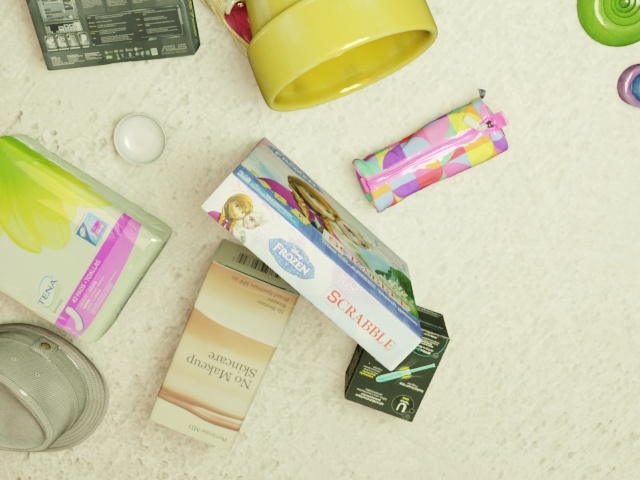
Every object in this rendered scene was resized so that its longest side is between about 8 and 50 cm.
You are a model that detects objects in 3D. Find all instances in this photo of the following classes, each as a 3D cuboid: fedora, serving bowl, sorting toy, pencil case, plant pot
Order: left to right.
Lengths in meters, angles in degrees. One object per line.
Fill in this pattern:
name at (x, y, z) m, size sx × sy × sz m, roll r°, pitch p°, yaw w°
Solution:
fedora at (-0.512, 0.271, 1.264) m, size 0.275 × 0.124 × 0.244 m, roll 43°, pitch 104°, yaw -9°
serving bowl at (-0.281, -0.161, 1.178) m, size 0.083 × 0.027 × 0.083 m, roll 1°, pitch 106°, yaw 3°
plant pot at (0.001, -0.335, 1.014) m, size 0.254 × 0.254 × 0.238 m, roll -22°, pitch 88°, yaw 9°
pencil case at (0.167, -0.131, 1.127) m, size 0.236 × 0.104 × 0.104 m, roll -28°, pitch 103°, yaw 11°
sorting toy at (0.431, -0.357, 1.034) m, size 0.127 × 0.126 × 0.365 m, roll -17°, pitch 104°, yaw 7°

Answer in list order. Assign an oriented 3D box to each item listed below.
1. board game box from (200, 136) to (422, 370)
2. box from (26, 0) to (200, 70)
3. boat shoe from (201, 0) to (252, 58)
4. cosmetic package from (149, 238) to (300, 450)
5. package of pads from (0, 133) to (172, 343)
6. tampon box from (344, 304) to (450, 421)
board game box at (0.000, 0.000, 1.059) m, size 0.319 × 0.318 × 0.066 m, roll 41°, pitch 103°, yaw -9°
box at (-0.308, -0.354, 1.088) m, size 0.233 × 0.059 × 0.183 m, roll -6°, pitch 121°, yaw 4°
boat shoe at (-0.128, -0.345, 1.094) m, size 0.063 × 0.059 × 0.170 m, roll -40°, pitch 105°, yaw -9°
cosmetic package at (-0.152, 0.168, 1.213) m, size 0.153 × 0.129 × 0.296 m, roll 21°, pitch 106°, yaw -4°
package of pads at (-0.424, 0.002, 1.196) m, size 0.297 × 0.101 × 0.229 m, roll 34°, pitch 104°, yaw -6°
tampon box at (0.122, 0.189, 1.218) m, size 0.121 × 0.101 × 0.160 m, roll 21°, pitch 107°, yaw -2°
